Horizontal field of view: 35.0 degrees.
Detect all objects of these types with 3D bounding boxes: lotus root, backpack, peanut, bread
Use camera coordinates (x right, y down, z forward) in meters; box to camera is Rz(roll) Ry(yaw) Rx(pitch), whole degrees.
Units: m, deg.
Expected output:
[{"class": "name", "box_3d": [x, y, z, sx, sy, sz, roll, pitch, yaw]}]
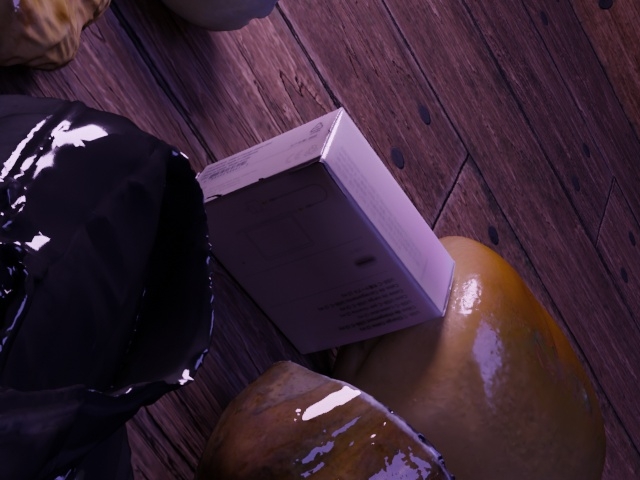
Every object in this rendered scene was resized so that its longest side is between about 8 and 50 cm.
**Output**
[{"class": "lotus root", "box_3d": [-0.008, 0.265, 0.987, 0.192, 0.272, 0.272, -40, 107, -45]}, {"class": "backpack", "box_3d": [-0.225, 0.089, 0.613, 0.255, 0.363, 0.445, 28, 41, 1]}, {"class": "peanut", "box_3d": [-0.284, -0.258, 0.959, 0.196, 0.110, 0.233, 50, 38, -36]}, {"class": "bread", "box_3d": [0.199, 0.200, 1.289, 0.376, 0.253, 0.348, 55, 40, -19]}]

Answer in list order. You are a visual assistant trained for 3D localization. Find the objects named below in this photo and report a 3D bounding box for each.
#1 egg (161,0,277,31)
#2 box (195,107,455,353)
[{"class": "egg", "box_3d": [-0.132, -0.356, 1.158, 0.217, 0.183, 0.183, 59, 34, -34]}, {"class": "box", "box_3d": [0.000, 0.000, 1.146, 0.251, 0.203, 0.106, 51, 37, -26]}]
